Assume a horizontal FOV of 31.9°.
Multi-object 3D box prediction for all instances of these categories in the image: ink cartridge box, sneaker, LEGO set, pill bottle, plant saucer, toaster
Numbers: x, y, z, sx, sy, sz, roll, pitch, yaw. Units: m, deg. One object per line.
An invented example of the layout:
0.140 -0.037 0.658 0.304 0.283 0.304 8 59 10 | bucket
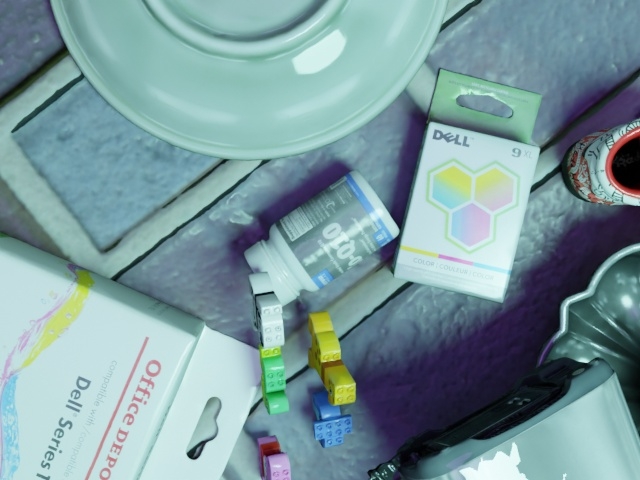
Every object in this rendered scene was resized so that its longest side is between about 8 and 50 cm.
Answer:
-0.245 0.134 1.064 0.353 0.119 0.207 23 92 -1 | ink cartridge box
0.369 -0.085 1.038 0.270 0.145 0.090 -11 93 1 | sneaker
-0.011 0.145 1.046 0.087 0.093 0.227 -9 115 -14 | LEGO set
0.000 0.000 1.077 0.137 0.078 0.078 -35 92 2 | pill bottle
-0.070 -0.276 1.054 0.400 0.100 0.400 0 93 1 | plant saucer
0.144 -0.054 1.082 0.109 0.062 0.209 14 92 0 | ink cartridge box
0.168 0.203 0.923 0.227 0.129 0.146 -27 90 -14 | toaster

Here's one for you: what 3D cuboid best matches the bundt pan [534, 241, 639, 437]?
0.354 0.145 1.060 0.331 0.124 0.331 0 92 1 | bundt pan
